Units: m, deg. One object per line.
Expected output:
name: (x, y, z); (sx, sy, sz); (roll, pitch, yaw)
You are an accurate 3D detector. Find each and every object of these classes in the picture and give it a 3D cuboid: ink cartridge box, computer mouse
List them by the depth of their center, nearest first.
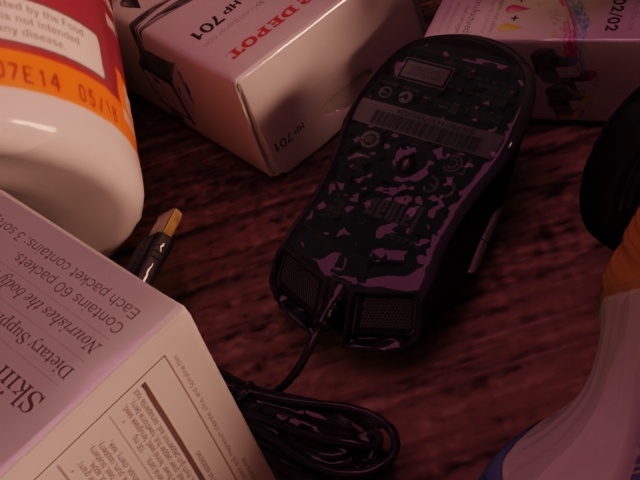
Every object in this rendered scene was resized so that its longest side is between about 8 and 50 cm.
computer mouse: (0.000, 0.000, 0.640); (0.184, 0.060, 0.262); (13, 65, 25)
ink cartridge box: (0.163, -0.122, 0.691); (0.181, 0.061, 0.104); (5, 48, 25)
ink cartridge box: (-0.048, -0.141, 0.777); (0.139, 0.082, 0.191); (-40, 45, -19)

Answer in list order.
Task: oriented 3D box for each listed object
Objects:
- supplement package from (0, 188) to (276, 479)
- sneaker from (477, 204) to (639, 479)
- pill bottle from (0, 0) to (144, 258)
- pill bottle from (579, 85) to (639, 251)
supplement package: (-0.173, 0.133, 0.470); (0.199, 0.198, 0.263); (28, 62, 38)
sneaker: (0.152, 0.058, 0.412); (0.131, 0.296, 0.112); (36, 25, 26)
pill bottle: (-0.237, -0.171, 0.687); (0.224, 0.224, 0.392); (-16, 67, 6)
pill bottle: (0.216, 0.012, 0.497); (0.123, 0.123, 0.219); (-36, 45, -15)
